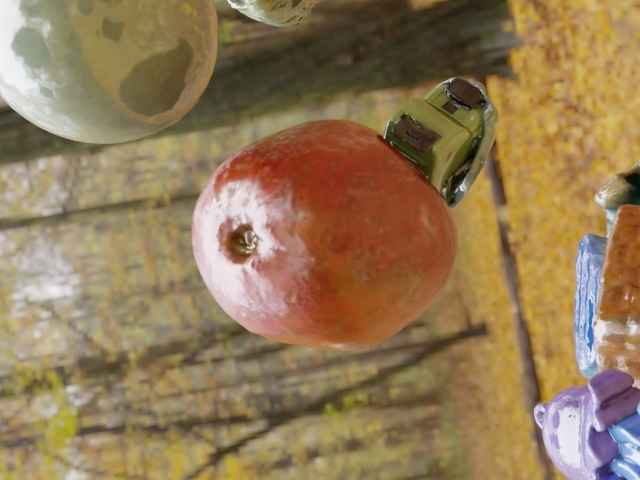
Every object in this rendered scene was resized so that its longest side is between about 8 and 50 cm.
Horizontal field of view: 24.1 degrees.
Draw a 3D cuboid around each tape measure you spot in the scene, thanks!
[{"bbox_3d":[0.141,-0.104,1.775,0.106,0.175,0.200,35,149,19],"label":"tape measure"}]

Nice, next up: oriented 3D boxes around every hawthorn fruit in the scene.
[{"bbox_3d":[0.000,0.000,1.659,0.284,0.284,0.284,-10,-90,-88],"label":"hawthorn fruit"}]

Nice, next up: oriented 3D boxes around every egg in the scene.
[{"bbox_3d":[-0.243,-0.233,1.634,0.352,0.258,0.258,-13,-87,-80],"label":"egg"}]

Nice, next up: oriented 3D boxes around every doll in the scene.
[{"bbox_3d":[0.202,0.140,0.920,0.206,0.067,0.110,25,132,52],"label":"doll"}]

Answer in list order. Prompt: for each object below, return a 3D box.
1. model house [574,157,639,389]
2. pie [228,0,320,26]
[{"bbox_3d":[0.310,0.032,1.037,0.329,0.295,0.252,-15,-71,-65],"label":"model house"},{"bbox_3d":[-0.028,-0.278,0.912,0.306,0.071,0.306,-3,-90,-76],"label":"pie"}]
